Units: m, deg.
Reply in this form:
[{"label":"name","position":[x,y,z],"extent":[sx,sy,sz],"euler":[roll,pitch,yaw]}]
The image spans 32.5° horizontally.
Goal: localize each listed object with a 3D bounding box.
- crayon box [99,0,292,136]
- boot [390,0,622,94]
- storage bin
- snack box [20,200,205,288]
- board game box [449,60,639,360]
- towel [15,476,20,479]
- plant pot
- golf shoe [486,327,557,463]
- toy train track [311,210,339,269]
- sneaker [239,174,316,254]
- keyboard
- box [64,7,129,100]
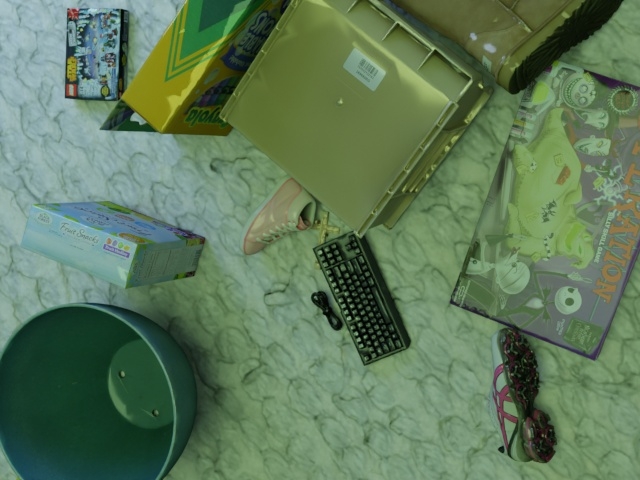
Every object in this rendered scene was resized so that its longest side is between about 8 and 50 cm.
[{"label":"crayon box","position":[-0.135,-0.250,1.481],"extent":[0.083,0.203,0.323],"euler":[42,107,12]},{"label":"boot","position":[0.223,-0.341,1.401],"extent":[0.236,0.089,0.269],"euler":[-38,64,-10]},{"label":"storage bin","position":[0.047,-0.185,1.445],"extent":[0.262,0.123,0.260],"euler":[42,113,13]},{"label":"snack box","position":[-0.288,0.002,1.552],"extent":[0.175,0.207,0.070],"euler":[20,101,17]},{"label":"board game box","position":[0.320,-0.043,1.416],"extent":[0.208,0.056,0.346],"euler":[20,100,13]},{"label":"towel","position":[-0.371,0.415,1.714],"extent":[0.237,0.021,0.102],"euler":[31,98,16]},{"label":"plant pot","position":[-0.291,0.223,1.575],"extent":[0.290,0.195,0.290],"euler":[2,95,20]},{"label":"golf shoe","position":[0.245,0.205,1.440],"extent":[0.086,0.067,0.186],"euler":[-6,101,44]},{"label":"toy train track","position":[0.000,0.000,1.550],"extent":[0.048,0.014,0.083],"euler":[10,98,19]},{"label":"sneaker","position":[-0.057,-0.022,1.544],"extent":[0.070,0.051,0.134],"euler":[43,103,29]},{"label":"keyboard","position":[0.043,0.085,1.530],"extent":[0.108,0.023,0.180],"euler":[-24,89,20]},{"label":"box","position":[-0.335,-0.278,1.644],"extent":[0.094,0.027,0.137],"euler":[4,96,21]}]
